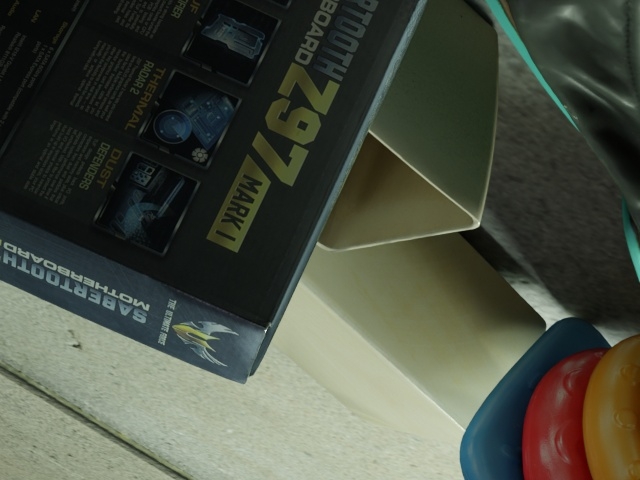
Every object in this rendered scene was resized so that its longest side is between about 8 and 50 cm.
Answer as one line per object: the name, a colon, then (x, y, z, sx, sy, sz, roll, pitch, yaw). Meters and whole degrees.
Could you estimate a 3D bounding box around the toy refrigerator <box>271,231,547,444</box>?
toy refrigerator: (0.000, 0.000, 0.953, 0.102, 0.094, 0.269, 6, 150, 49)

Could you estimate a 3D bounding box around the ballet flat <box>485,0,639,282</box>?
ballet flat: (0.152, -0.046, 0.721, 0.096, 0.095, 0.280, -6, 143, 29)

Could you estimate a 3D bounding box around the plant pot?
plant pot: (0.016, -0.068, 0.787, 0.109, 0.096, 0.109, 38, 152, -27)

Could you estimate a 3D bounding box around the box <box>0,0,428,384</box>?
box: (-0.061, -0.087, 0.655, 0.183, 0.232, 0.059, 23, 153, 1)

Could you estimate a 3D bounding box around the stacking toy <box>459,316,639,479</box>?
stacking toy: (0.232, 0.092, 0.879, 0.302, 0.166, 0.175, -32, 98, 43)
